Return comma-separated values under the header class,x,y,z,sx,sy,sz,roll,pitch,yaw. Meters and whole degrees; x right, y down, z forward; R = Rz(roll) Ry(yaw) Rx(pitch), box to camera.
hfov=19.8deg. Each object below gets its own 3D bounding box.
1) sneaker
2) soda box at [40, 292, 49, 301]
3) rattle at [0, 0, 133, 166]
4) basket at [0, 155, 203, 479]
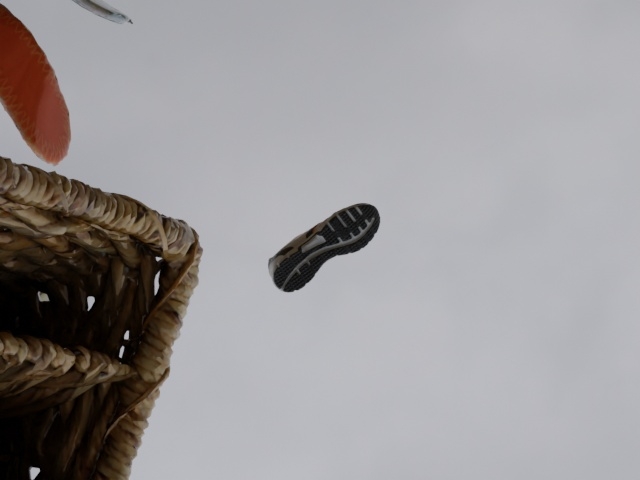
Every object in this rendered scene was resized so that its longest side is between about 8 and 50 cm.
class,x,y,z,sx,sy,sz,roll,pitch,yaw
sneaker,0.000,0.000,1.542,0.109,0.040,0.044,-32,-158,-7
soda box,-0.275,0.060,1.504,0.061,0.058,0.181,31,-155,9
rattle,-0.145,-0.119,0.496,0.200,0.143,0.130,36,-133,21
basket,-0.205,0.090,0.850,0.223,0.213,0.299,-17,161,24
